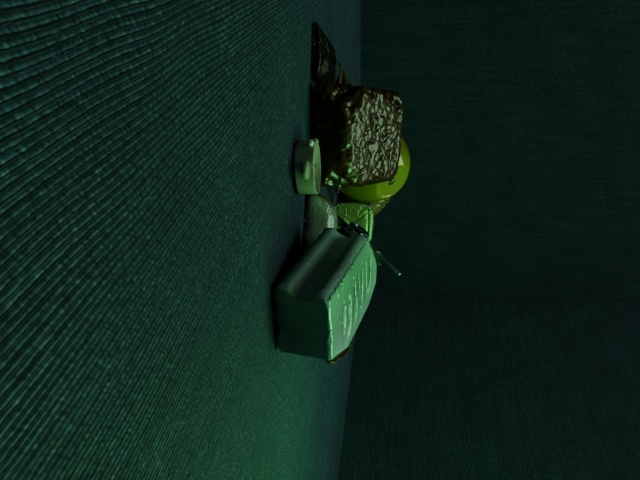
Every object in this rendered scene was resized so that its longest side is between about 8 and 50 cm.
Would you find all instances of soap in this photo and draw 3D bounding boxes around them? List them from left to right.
[{"bbox_3d":[0.033,0.138,1.335,0.446,0.156,0.261,-51,144,-57],"label":"soap"}]

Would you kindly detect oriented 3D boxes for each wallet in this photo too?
[{"bbox_3d":[0.016,-0.615,1.658,0.321,0.044,0.170,-40,134,-78],"label":"wallet"}]

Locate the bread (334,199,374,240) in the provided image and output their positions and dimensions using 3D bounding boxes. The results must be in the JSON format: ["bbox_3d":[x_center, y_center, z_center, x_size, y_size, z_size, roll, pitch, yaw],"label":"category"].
[{"bbox_3d":[0.148,-0.082,2.193,0.110,0.192,0.210,-71,161,-71],"label":"bread"}]

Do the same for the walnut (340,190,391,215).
[{"bbox_3d":[0.231,-0.250,2.478,0.252,0.277,0.313,51,12,-10],"label":"walnut"}]

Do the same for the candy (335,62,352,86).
[{"bbox_3d":[0.107,-0.629,2.103,0.271,0.101,0.143,65,23,-61],"label":"candy"}]

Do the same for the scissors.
[{"bbox_3d":[0.147,0.001,1.669,0.029,0.256,0.383,-55,-140,12],"label":"scissors"}]

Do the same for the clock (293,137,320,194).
[{"bbox_3d":[-0.038,-0.207,1.358,0.229,0.063,0.156,-67,155,-74],"label":"clock"}]

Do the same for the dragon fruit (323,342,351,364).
[{"bbox_3d":[0.072,0.473,2.155,0.138,0.142,0.175,-49,-147,25],"label":"dragon fruit"}]

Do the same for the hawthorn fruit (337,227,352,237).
[{"bbox_3d":[0.067,0.034,1.775,0.235,0.181,0.181,45,48,-79],"label":"hawthorn fruit"}]

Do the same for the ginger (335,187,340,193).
[{"bbox_3d":[0.086,-0.264,2.284,0.048,0.030,0.097,125,-17,-48],"label":"ginger"}]

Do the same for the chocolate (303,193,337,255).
[{"bbox_3d":[0.000,0.000,1.575,0.185,0.100,0.303,52,44,-82],"label":"chocolate"}]

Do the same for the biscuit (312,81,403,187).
[{"bbox_3d":[0.140,-0.357,1.660,0.395,0.166,0.343,-19,118,-50],"label":"biscuit"}]

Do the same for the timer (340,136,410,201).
[{"bbox_3d":[0.190,-0.359,2.080,0.387,0.376,0.376,46,-20,31],"label":"timer"}]
